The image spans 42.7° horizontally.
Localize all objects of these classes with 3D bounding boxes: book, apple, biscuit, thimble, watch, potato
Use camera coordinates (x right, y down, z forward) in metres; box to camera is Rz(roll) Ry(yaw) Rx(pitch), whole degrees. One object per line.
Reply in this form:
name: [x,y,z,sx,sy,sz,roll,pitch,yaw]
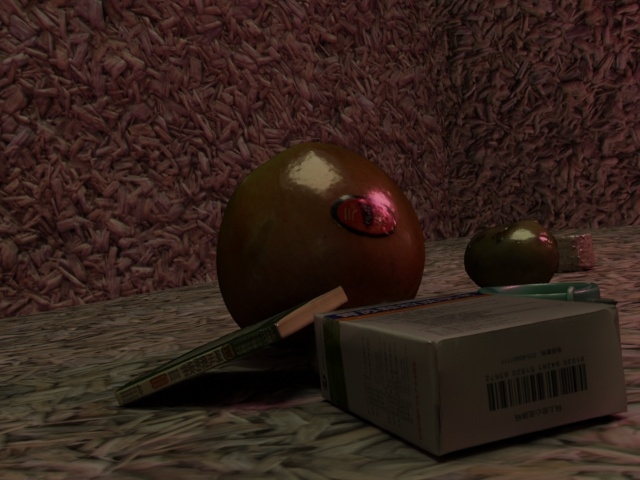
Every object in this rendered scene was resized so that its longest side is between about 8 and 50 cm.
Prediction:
book: [-0.113,0.136,1.073,0.264,0.027,0.202,-25,-2,26]
apple: [0.000,0.000,1.296,0.338,0.305,0.338,-12,-20,-4]
biscuit: [0.019,0.141,1.076,0.070,0.082,0.168,1,-3,-4]
thimble: [0.615,0.031,2.020,0.102,0.090,0.115,-4,-1,-18]
watch: [0.346,0.104,1.293,0.195,0.068,0.237,-4,-1,6]
potato: [0.388,0.041,1.693,0.164,0.165,0.262,-7,-4,-18]

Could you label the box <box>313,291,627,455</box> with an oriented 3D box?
box: [0.136,0.122,0.847,0.200,0.107,0.299,-7,1,-20]
